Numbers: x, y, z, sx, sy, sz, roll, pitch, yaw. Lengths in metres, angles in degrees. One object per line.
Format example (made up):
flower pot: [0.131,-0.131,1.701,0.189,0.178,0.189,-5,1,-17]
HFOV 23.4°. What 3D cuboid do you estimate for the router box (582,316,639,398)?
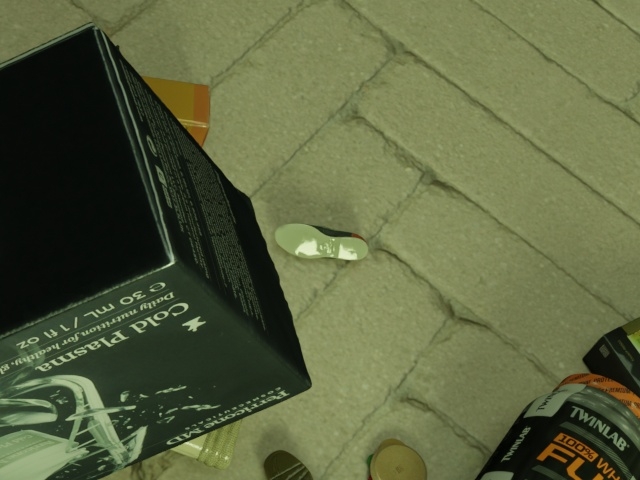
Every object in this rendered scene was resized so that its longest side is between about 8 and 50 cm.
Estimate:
router box: [0.564,0.232,2.227,0.243,0.081,0.309,-23,69,-28]

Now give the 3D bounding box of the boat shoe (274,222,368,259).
boat shoe: [0.000,0.000,2.213,0.137,0.049,0.043,9,15,-10]

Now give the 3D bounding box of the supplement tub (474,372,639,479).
supplement tub: [0.304,0.332,2.014,0.193,0.193,0.316,36,56,6]

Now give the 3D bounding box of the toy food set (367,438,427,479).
toy food set: [0.102,0.309,2.068,0.083,0.020,0.082,39,56,8]

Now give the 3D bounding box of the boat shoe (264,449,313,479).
boat shoe: [-0.020,0.339,2.002,0.056,0.048,0.153,-37,69,-20]

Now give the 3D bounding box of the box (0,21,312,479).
box: [-0.325,0.070,1.700,0.480,0.472,0.297,-24,67,7]

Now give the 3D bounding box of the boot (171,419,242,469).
boot: [-0.194,0.167,2.017,0.203,0.095,0.262,17,44,-15]

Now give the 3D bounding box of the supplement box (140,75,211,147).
supplement box: [-0.278,-0.188,2.218,0.233,0.080,0.078,9,57,-15]
